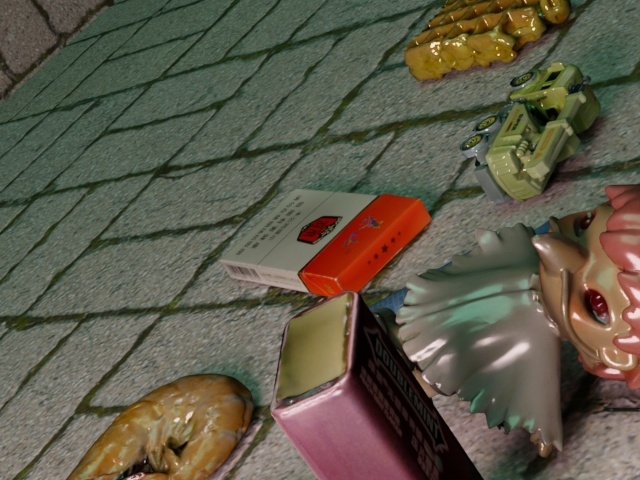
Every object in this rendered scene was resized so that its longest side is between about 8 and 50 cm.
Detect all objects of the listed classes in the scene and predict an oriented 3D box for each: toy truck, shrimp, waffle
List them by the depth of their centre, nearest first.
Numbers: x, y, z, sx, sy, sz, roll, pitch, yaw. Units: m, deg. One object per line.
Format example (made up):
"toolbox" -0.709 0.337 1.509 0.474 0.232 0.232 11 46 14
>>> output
"shrimp" -0.172 0.224 1.310 0.152 0.063 0.287 15 50 46
"toy truck" 0.222 -0.110 1.420 0.100 0.077 0.169 -10 31 48
"waffle" 0.222 -0.275 1.769 0.211 0.055 0.160 -5 35 46

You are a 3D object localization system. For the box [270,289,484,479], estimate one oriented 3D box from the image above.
"box" 0.052 0.152 0.943 0.069 0.224 0.120 -26 23 19

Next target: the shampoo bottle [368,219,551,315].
"shampoo bottle" 0.108 0.064 1.245 0.258 0.061 0.104 -30 23 10

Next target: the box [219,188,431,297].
"box" 0.000 0.000 1.545 0.139 0.035 0.245 -43 24 -21

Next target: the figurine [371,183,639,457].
"figurine" 0.206 0.039 1.044 0.387 0.166 0.207 -24 42 28
